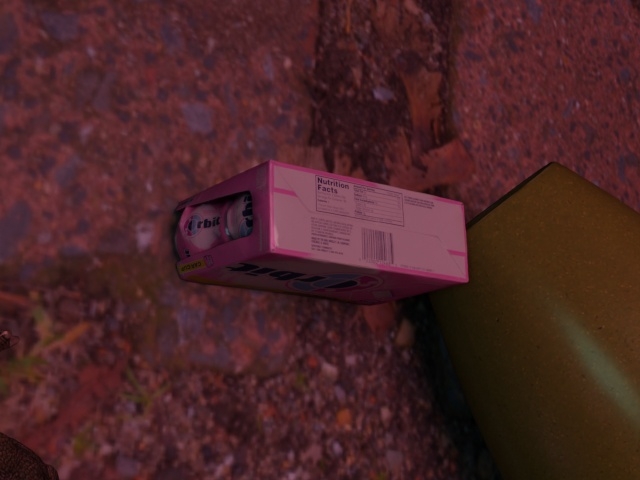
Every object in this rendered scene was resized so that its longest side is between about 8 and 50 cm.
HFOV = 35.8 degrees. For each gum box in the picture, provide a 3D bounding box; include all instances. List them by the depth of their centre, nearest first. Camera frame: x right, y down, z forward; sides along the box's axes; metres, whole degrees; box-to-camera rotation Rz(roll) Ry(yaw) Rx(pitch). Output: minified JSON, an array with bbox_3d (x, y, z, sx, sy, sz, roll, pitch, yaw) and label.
[{"bbox_3d":[0.000,0.000,0.697,0.188,0.107,0.062,10,72,-38],"label":"gum box"}]

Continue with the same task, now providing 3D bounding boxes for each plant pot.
[{"bbox_3d":[0.222,0.092,0.784,0.275,0.275,0.293,-34,86,-41],"label":"plant pot"}]

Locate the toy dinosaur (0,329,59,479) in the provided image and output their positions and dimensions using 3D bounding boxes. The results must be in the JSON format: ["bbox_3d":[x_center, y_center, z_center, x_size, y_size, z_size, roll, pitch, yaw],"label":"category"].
[{"bbox_3d":[-0.215,0.132,0.472,0.314,0.121,0.160,5,68,-42],"label":"toy dinosaur"}]
